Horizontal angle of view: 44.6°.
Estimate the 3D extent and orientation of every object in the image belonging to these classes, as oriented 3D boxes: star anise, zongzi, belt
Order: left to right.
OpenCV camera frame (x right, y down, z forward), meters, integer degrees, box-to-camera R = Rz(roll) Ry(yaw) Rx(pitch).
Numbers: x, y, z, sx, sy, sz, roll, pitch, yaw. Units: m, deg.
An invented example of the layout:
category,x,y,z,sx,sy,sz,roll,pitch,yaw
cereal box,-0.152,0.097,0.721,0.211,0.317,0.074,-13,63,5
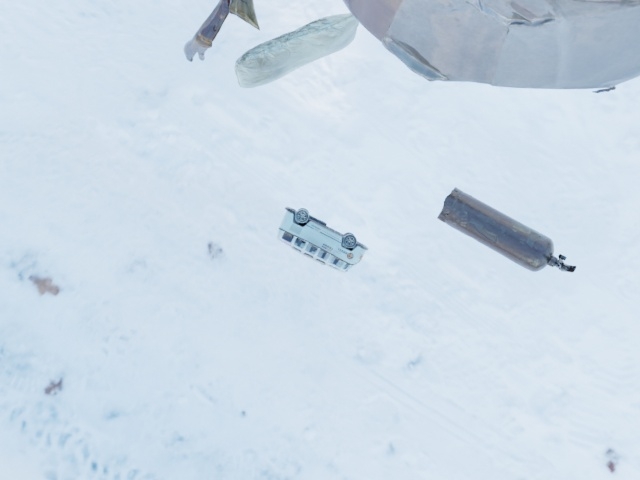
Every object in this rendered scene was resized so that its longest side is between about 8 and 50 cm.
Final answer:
category,x,y,z,sx,sy,sz,roll,pitch,yaw
star anise,-0.150,-0.449,1.339,0.346,0.237,0.148,-47,61,28
zongzi,-0.134,-0.450,1.474,0.083,0.040,0.076,36,118,9
belt,0.136,-0.180,0.407,0.262,0.105,0.184,-13,72,-3

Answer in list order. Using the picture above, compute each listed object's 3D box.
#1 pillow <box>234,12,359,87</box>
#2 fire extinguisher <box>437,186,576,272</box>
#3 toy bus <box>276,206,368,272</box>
category,x,y,z,sx,sy,sz,roll,pitch,yaw
pillow,-0.038,-0.318,1.310,0.229,0.128,0.050,-25,87,-9
fire extinguisher,0.345,-0.008,1.441,0.268,0.089,0.072,31,87,17
toy bus,0.000,0.000,1.630,0.194,0.087,0.089,27,94,-3
